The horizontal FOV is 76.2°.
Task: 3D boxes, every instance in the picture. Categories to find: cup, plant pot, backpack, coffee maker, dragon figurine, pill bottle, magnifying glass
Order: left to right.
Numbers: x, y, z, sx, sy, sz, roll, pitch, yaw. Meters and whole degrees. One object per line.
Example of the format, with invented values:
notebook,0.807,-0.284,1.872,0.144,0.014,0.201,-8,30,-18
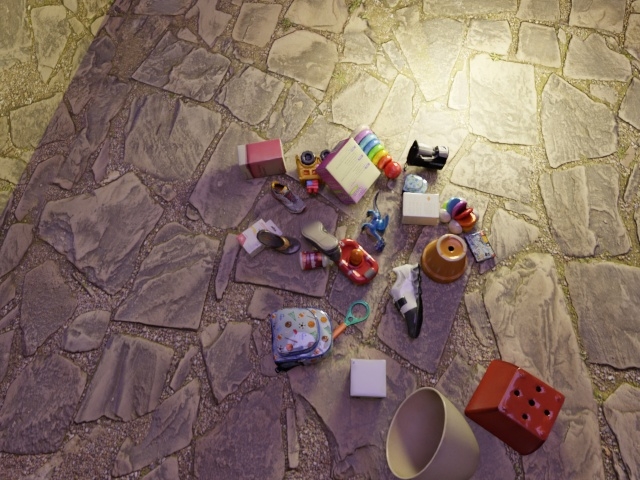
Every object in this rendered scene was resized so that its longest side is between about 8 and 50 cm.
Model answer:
backpack,-0.076,0.398,1.727,0.263,0.213,0.277,-4,64,-5
pill bottle,-0.020,0.087,1.921,0.151,0.086,0.086,-7,66,1
magnifying glass,0.127,0.359,1.823,0.231,0.026,0.092,-41,70,-13
dragon figurine,0.284,-0.086,1.975,0.143,0.085,0.289,18,73,10
backpack,0.476,-0.273,2.048,0.114,0.084,0.105,16,70,8
coffee maker,0.541,-0.424,2.089,0.178,0.171,0.120,8,72,-11
cup,0.433,0.748,1.498,0.236,0.331,0.331,33,70,-11
plant pot,0.566,0.067,1.831,0.205,0.188,0.205,-2,66,4
plant pot,0.752,0.619,1.546,0.267,0.236,0.267,32,71,17

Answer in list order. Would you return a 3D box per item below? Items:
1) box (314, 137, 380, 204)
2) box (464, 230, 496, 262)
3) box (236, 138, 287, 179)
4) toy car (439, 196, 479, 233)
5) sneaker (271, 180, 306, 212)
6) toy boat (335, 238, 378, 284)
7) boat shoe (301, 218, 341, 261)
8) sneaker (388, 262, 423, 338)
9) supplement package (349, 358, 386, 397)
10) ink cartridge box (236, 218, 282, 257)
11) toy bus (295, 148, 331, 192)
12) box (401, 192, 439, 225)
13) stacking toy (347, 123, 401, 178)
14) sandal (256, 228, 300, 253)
box,0.135,-0.339,2.015,0.243,0.117,0.214,45,72,-22
box,0.750,0.029,1.923,0.093,0.027,0.137,-17,66,-2
box,-0.304,-0.423,2.136,0.232,0.149,0.127,-11,66,0
toy car,0.662,-0.132,1.942,0.159,0.136,0.182,-34,68,-10
sneaker,-0.169,-0.218,2.065,0.225,0.093,0.088,34,73,17
toy boat,0.160,0.083,1.870,0.151,0.151,0.231,-38,69,-19
boat shoe,0.000,0.000,1.912,0.112,0.096,0.335,-30,31,-9
sneaker,0.375,0.269,1.809,0.146,0.122,0.331,-6,65,21
supplement package,0.183,0.553,1.611,0.138,0.244,0.134,1,66,5
ink cartridge box,-0.297,-0.023,2.000,0.198,0.067,0.115,-39,69,-13
toy bus,-0.013,-0.344,2.092,0.220,0.149,0.212,-5,79,-1
box,0.483,-0.152,1.989,0.170,0.091,0.130,4,66,6
stacking toy,0.293,-0.447,2.127,0.141,0.141,0.330,-38,76,-12
sandal,-0.196,0.005,1.944,0.219,0.060,0.090,24,86,-20
